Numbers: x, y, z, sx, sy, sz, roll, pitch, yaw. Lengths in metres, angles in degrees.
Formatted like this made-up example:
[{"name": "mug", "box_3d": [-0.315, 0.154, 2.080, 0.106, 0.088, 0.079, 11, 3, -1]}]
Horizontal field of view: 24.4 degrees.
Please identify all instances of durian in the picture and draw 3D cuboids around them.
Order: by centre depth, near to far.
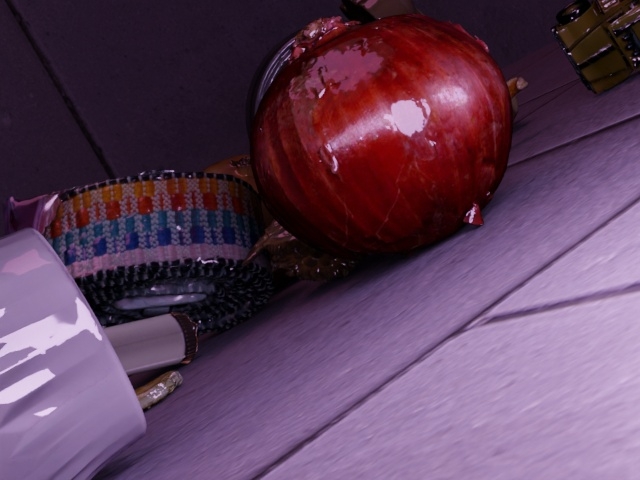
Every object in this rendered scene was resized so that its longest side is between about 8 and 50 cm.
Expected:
[{"name": "durian", "box_3d": [0.000, 0.000, 1.652, 0.188, 0.091, 0.148, -22, 22, -16]}]

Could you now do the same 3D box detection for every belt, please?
[{"name": "belt", "box_3d": [-0.206, 0.013, 1.739, 0.295, 0.160, 0.207, -8, -27, 1]}]

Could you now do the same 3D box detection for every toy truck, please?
[{"name": "toy truck", "box_3d": [0.429, -0.289, 1.891, 0.257, 0.127, 0.127, -30, 19, 21]}]

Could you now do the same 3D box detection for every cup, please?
[{"name": "cup", "box_3d": [-0.348, 0.160, 1.188, 0.371, 0.253, 0.253, -30, 4, -15]}]

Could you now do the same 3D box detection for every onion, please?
[{"name": "onion", "box_3d": [0.059, -0.108, 1.477, 0.276, 0.276, 0.276, -30, 5, 3]}]

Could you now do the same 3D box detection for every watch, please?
[{"name": "watch", "box_3d": [0.068, -0.183, 2.196, 0.327, 0.335, 0.314, -50, 10, 2]}]

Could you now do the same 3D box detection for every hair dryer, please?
[{"name": "hair dryer", "box_3d": [-0.278, 0.138, 1.613, 0.362, 0.203, 0.128, -11, -12, -33]}]

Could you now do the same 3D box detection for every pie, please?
[{"name": "pie", "box_3d": [-0.180, 0.161, 1.535, 0.084, 0.020, 0.084, -29, 4, 2]}]

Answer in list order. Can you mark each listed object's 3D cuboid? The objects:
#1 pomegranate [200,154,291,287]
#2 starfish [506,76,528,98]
[{"name": "pomegranate", "box_3d": [-0.100, -0.021, 1.930, 0.191, 0.191, 0.191, -30, 5, 3]}, {"name": "starfish", "box_3d": [0.118, -0.102, 1.963, 0.375, 0.094, 0.327, -33, -14, 10]}]
